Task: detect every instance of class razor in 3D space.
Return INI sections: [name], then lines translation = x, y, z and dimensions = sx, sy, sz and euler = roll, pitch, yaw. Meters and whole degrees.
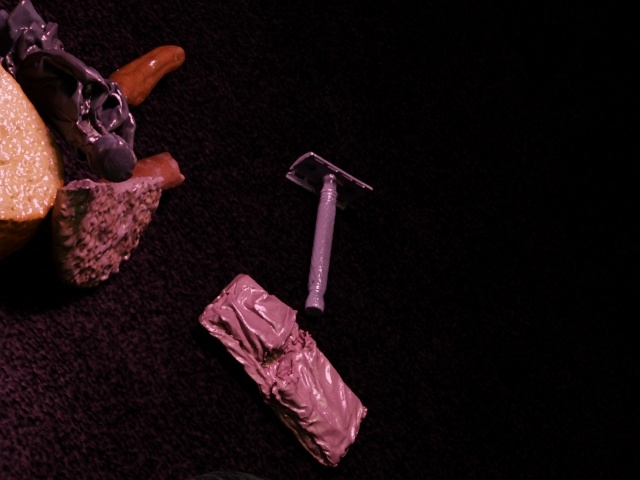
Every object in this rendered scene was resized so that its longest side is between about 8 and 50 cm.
[razor]
translation = 0.000, 0.000, 2.180
dimensions = 0.106, 0.068, 0.232
euler = 30, 49, -26

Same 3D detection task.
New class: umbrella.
[umbrella]
translation = -0.280, -0.162, 1.858
dimensions = 0.143, 0.094, 0.349
euler = 45, -1, -38

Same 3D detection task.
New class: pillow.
[pillow]
translation = -0.037, 0.154, 2.012
dimensions = 0.248, 0.049, 0.135
euler = 51, 32, -6

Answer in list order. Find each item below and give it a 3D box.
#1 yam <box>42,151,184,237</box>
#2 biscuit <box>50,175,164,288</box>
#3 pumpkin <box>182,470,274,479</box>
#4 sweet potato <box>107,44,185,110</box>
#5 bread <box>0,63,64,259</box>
[yam]
translation = -0.246, -0.056, 1.959
dimensions = 0.056, 0.057, 0.241
euler = 55, 37, 5
[biscuit]
translation = -0.247, -0.009, 1.859
dimensions = 0.032, 0.133, 0.250
euler = 19, 10, 16
[pumpkin]
translation = -0.095, 0.359, 1.659
dimensions = 0.293, 0.197, 0.263
euler = 8, 57, -40
[sweet potato]
translation = -0.231, -0.207, 2.099
dimensions = 0.053, 0.054, 0.182
euler = 21, 37, 15
[bread]
translation = -0.356, -0.068, 1.793
dimensions = 0.134, 0.129, 0.260
euler = 29, 42, -40
